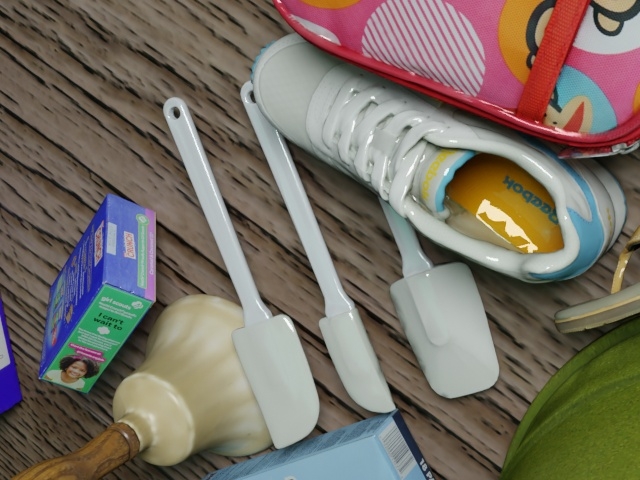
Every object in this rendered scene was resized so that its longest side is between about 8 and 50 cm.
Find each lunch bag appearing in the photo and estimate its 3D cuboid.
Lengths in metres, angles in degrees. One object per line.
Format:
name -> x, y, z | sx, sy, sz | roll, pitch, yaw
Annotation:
lunch bag -> 0.124, -0.196, 0.513 | 0.258, 0.120, 0.293 | 26, 117, 16

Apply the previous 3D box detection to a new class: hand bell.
hand bell -> -0.132, 0.133, 0.699 | 0.126, 0.242, 0.126 | 11, 113, 28

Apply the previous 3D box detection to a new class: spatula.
spatula -> 0.000, 0.000, 0.699 | 0.168, 0.019, 0.242 | -20, 91, 27

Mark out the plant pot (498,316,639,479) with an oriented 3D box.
plant pot -> 0.189, 0.250, 0.481 | 0.367, 0.353, 0.366 | 10, 112, 27

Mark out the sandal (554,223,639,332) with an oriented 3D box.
sandal -> 0.196, -0.003, 0.564 | 0.180, 0.072, 0.049 | -36, 71, 33

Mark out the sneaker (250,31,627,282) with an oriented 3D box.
sneaker -> 0.055, -0.054, 0.605 | 0.229, 0.092, 0.087 | 28, 110, 18

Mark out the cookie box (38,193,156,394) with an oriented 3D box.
cookie box -> -0.155, 0.038, 0.771 | 0.040, 0.092, 0.107 | 21, 127, -25

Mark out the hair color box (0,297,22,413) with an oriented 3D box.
hair color box -> -0.424, 0.053, 0.929 | 0.339, 0.110, 0.185 | 4, 110, 32

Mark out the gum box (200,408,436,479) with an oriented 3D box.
gum box -> 0.011, 0.215, 0.762 | 0.184, 0.041, 0.157 | -25, 95, 35
